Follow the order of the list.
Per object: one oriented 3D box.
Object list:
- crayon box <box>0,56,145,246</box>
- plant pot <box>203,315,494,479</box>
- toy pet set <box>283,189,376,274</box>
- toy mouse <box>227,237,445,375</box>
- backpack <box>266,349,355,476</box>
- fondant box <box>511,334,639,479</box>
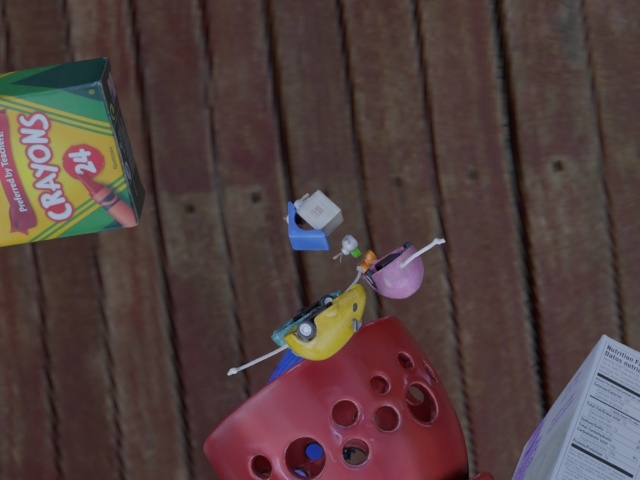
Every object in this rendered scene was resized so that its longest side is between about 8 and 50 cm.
[{"bbox_3d":[-0.394,-0.096,1.932,0.318,0.081,0.202,-9,121,6],"label":"crayon box"},{"bbox_3d":[0.030,0.178,1.238,0.191,0.191,0.174,-41,75,21],"label":"plant pot"},{"bbox_3d":[0.000,0.000,1.839,0.065,0.114,0.122,-44,70,-11],"label":"toy pet set"},{"bbox_3d":[0.023,0.043,1.070,0.161,0.143,0.031,-34,92,12],"label":"toy mouse"},{"bbox_3d":[-0.003,0.161,1.441,0.098,0.101,0.120,29,84,-20],"label":"backpack"},{"bbox_3d":[0.250,0.296,1.664,0.096,0.330,0.238,28,138,4],"label":"fondant box"}]
